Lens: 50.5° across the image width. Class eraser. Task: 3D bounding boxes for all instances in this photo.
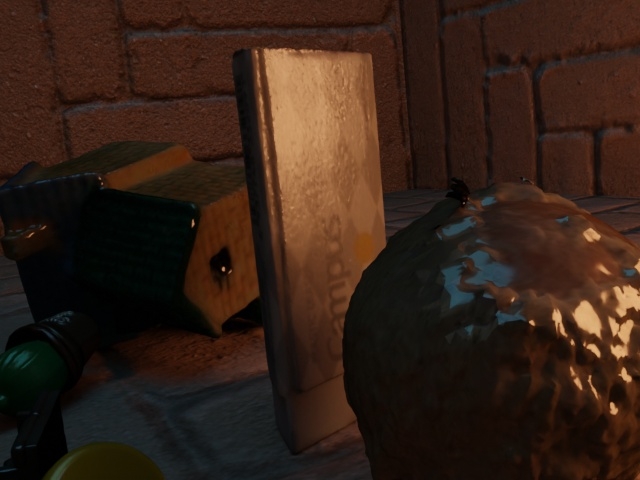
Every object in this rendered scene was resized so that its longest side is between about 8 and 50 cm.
[{"bbox_3d":[0.000,0.000,0.737,0.082,0.396,0.213,3,12,43],"label":"eraser"}]

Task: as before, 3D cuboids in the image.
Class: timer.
[{"bbox_3d":[-0.156,0.200,0.497,0.107,0.107,0.109,-18,-22,-52],"label":"timer"}]

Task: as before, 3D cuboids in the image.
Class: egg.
[{"bbox_3d":[0.149,0.090,0.542,0.279,0.279,0.310,3,14,42],"label":"egg"}]

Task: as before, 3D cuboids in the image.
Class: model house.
[{"bbox_3d":[-0.281,0.036,1.076,0.382,0.334,0.343,6,24,32],"label":"model house"}]

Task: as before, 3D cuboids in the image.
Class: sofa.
[{"bbox_3d":[-0.280,0.203,0.638,0.060,0.085,0.147,-5,9,-13],"label":"sofa"}]

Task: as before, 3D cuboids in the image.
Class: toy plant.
[{"bbox_3d":[-0.379,0.168,0.885,0.143,0.105,0.200,-12,17,30],"label":"toy plant"}]
